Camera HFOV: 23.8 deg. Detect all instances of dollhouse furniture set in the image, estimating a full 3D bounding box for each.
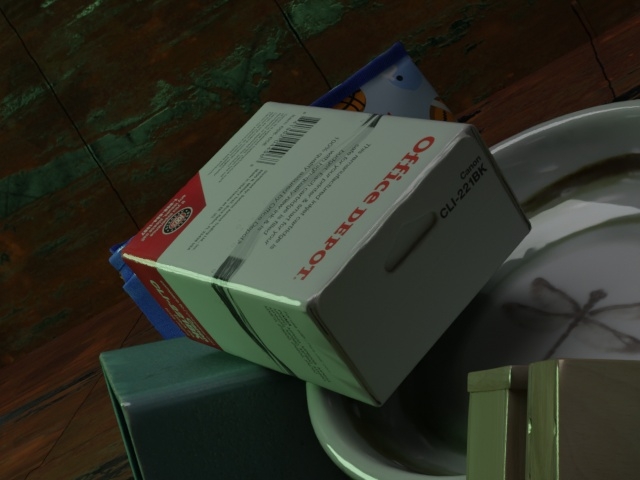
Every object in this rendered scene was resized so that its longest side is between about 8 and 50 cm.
[{"bbox_3d":[0.238,0.168,0.776,0.304,0.198,0.286,2,-6,-3],"label":"dollhouse furniture set"}]

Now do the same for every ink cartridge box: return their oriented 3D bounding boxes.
[{"bbox_3d":[0.000,0.000,1.206,0.197,0.114,0.273,-47,31,-20],"label":"ink cartridge box"}]

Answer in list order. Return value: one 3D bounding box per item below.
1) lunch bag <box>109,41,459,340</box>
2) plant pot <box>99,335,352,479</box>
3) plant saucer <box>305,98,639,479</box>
[{"bbox_3d":[0.008,0.038,1.604,0.385,0.328,0.239,-40,1,-33],"label":"lunch bag"},{"bbox_3d":[-0.033,0.197,1.339,0.252,0.247,0.247,-17,9,-11],"label":"plant pot"},{"bbox_3d":[0.181,0.060,1.147,0.400,0.100,0.400,-27,30,17],"label":"plant saucer"}]
